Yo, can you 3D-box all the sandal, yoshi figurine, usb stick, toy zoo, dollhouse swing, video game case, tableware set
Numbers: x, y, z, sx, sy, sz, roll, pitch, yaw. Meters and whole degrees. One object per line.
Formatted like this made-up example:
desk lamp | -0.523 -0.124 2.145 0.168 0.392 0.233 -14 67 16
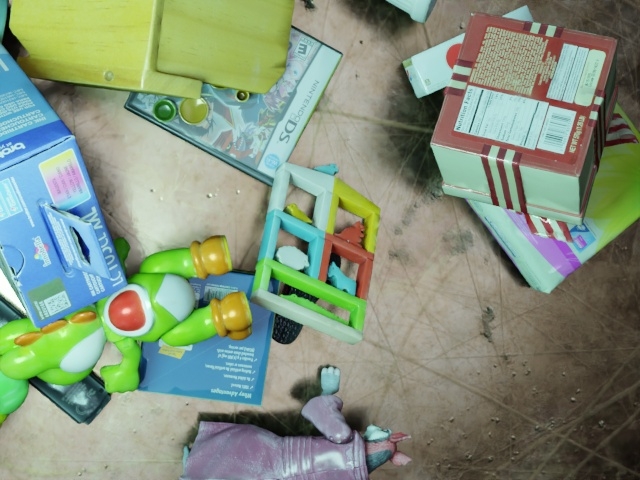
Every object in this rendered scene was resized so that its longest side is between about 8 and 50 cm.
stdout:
sandal | -0.031 0.087 1.912 0.067 0.040 0.179 33 83 -13
yoshi figurine | -0.292 0.117 1.710 0.362 0.203 0.203 -17 129 -9
usb stick | -0.457 0.184 1.856 0.278 0.045 0.077 42 79 -7
toy zoo | 0.000 0.000 1.847 0.192 0.030 0.293 25 56 -23
dollhouse swing | -0.241 -0.394 1.771 0.315 0.305 0.346 9 95 22
video game case | -0.139 -0.259 1.889 0.275 0.035 0.248 28 88 -8
tableware set | -0.191 -0.237 1.854 0.154 0.024 0.104 -3 92 -8

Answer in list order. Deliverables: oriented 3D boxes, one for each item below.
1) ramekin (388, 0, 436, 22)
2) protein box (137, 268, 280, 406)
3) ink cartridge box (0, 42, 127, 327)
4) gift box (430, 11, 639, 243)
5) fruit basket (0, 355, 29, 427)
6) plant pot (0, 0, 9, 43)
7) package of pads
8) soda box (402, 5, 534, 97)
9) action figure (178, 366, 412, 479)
ramekin | 0.156 -0.487 1.816 0.127 0.273 0.272 22 89 3
protein box | -0.180 0.143 1.846 0.200 0.136 0.201 8 91 -8
ink cartridge box | -0.408 -0.071 1.592 0.151 0.395 0.270 -26 134 -16
gift box | 0.326 -0.160 1.744 0.276 0.258 0.255 20 80 16
fruit basket | -0.601 0.306 1.683 0.392 0.392 0.282 -4 92 -8
plant pot | -0.607 -0.319 1.723 0.255 0.272 0.271 12 90 -24
package of pads | 0.409 -0.093 1.939 0.296 0.101 0.229 -39 98 -5
soda box | 0.249 -0.311 1.922 0.216 0.074 0.069 -26 95 -6
action figure | -0.040 0.345 1.818 0.370 0.276 0.248 -13 88 7
